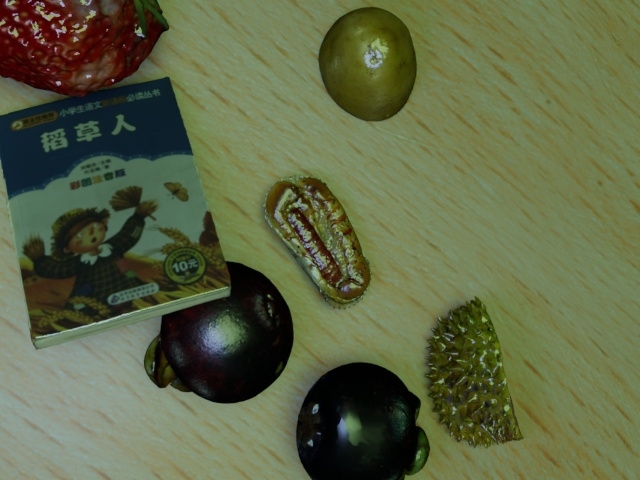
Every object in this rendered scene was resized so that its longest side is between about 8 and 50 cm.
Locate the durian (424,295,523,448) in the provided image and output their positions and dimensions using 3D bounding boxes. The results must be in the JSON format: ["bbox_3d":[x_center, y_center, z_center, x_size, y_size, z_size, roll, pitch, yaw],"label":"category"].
[{"bbox_3d":[0.273,0.235,1.486,0.153,0.186,0.260,-17,76,-18],"label":"durian"}]

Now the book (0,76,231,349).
[{"bbox_3d":[-0.333,-0.061,1.346,0.300,0.039,0.428,-16,61,-9],"label":"book"}]

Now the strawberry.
[{"bbox_3d":[-0.417,-0.348,1.331,0.310,0.292,0.292,-41,94,-8],"label":"strawberry"}]

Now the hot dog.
[{"bbox_3d":[0.000,0.000,1.489,0.131,0.069,0.253,-31,93,-13],"label":"hot dog"}]

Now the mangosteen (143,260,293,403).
[{"bbox_3d":[-0.173,0.155,1.384,0.265,0.228,0.228,-24,90,22],"label":"mangosteen"}]

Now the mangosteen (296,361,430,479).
[{"bbox_3d":[0.072,0.316,1.413,0.243,0.243,0.243,1,85,-11],"label":"mangosteen"}]

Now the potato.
[{"bbox_3d":[0.095,-0.320,1.495,0.178,0.158,0.204,5,88,-9],"label":"potato"}]
